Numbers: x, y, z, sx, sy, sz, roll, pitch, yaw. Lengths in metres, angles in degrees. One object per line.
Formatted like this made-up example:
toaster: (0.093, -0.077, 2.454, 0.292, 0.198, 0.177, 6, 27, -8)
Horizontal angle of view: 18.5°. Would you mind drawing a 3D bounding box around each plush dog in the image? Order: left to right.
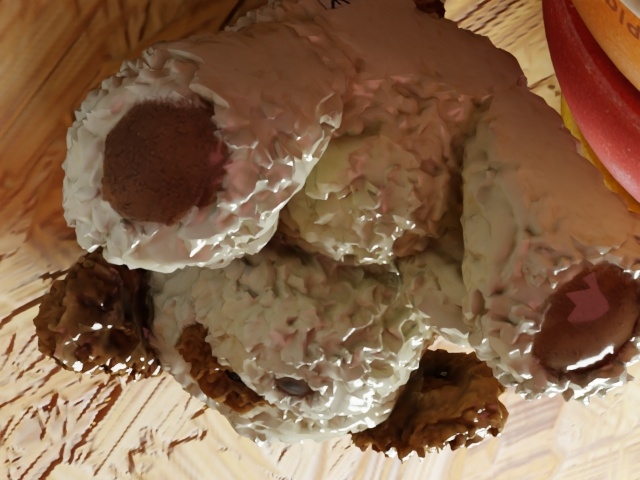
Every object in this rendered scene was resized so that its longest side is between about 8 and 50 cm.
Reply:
plush dog: (0.000, 0.000, 0.889, 0.262, 0.211, 0.225, 19, 128, -13)

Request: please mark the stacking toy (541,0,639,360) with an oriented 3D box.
stacking toy: (0.217, -0.080, 0.917, 0.350, 0.351, 0.480, -24, 157, -19)
